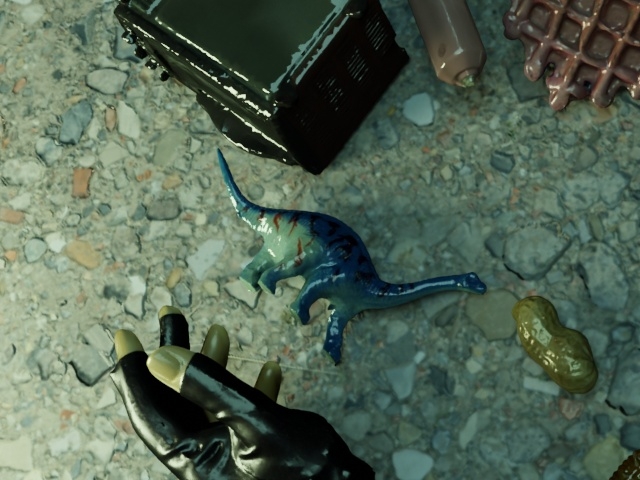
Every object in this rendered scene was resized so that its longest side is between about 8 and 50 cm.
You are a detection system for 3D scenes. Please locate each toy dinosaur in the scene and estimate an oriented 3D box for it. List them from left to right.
[{"bbox_3d":[-0.007,0.029,1.561,0.329,0.076,0.144,26,74,20],"label":"toy dinosaur"}]

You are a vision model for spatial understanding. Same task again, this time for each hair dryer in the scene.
[{"bbox_3d":[0.114,-0.319,1.575,0.210,0.125,0.352,-34,67,38],"label":"hair dryer"}]

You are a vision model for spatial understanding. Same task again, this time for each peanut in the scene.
[{"bbox_3d":[0.225,0.099,1.480,0.054,0.054,0.113,-39,65,1],"label":"peanut"}]

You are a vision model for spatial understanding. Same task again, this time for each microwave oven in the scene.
[{"bbox_3d":[-0.065,-0.209,1.603,0.247,0.178,0.188,36,83,24],"label":"microwave oven"}]

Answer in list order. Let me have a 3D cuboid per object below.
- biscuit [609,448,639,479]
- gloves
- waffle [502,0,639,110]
[{"bbox_3d":[0.331,0.240,1.412,0.206,0.025,0.126,-30,66,5],"label":"biscuit"},{"bbox_3d":[-0.083,0.176,1.467,0.152,0.197,0.301,-38,66,-10],"label":"gloves"},{"bbox_3d":[0.284,-0.250,1.528,0.221,0.055,0.234,-19,99,11],"label":"waffle"}]
